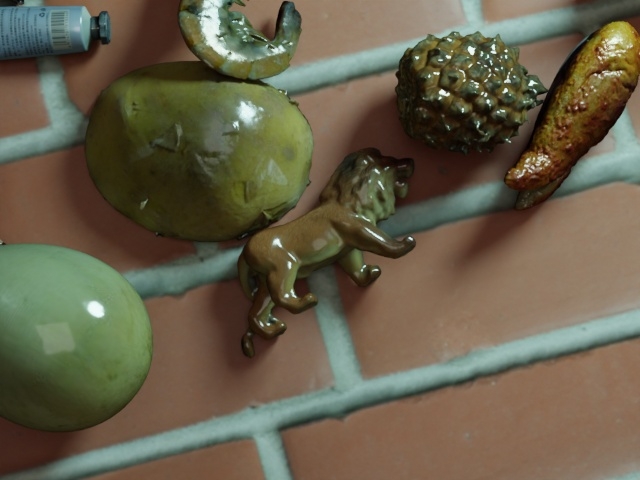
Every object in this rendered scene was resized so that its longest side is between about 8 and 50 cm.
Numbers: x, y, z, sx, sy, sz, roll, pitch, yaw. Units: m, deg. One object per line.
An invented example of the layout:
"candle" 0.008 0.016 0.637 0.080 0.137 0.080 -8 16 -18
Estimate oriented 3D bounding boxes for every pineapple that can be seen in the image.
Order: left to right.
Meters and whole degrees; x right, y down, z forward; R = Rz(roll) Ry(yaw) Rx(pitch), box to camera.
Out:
"pineapple" 0.195 -0.186 1.754 0.193 0.166 0.166 -6 83 -8

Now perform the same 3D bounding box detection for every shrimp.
"shrimp" -0.097 -0.333 1.788 0.169 0.058 0.296 19 60 -25

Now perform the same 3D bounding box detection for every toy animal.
"toy animal" 0.000 0.000 1.762 0.312 0.097 0.157 -30 75 -4

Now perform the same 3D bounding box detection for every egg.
"egg" -0.344 0.110 1.663 0.296 0.218 0.218 17 83 13

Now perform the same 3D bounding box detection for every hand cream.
"hand cream" -0.408 -0.270 1.788 0.272 0.058 0.091 -3 95 1

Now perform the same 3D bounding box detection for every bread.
"bread" 0.327 -0.153 1.761 0.095 0.139 0.268 28 87 25

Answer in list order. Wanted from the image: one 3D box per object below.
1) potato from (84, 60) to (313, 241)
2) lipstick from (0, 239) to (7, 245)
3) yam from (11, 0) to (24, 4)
"potato" -0.156 -0.116 1.754 0.299 0.116 0.239 12 87 0
"lipstick" -0.470 -0.019 1.758 0.145 0.045 0.045 35 84 3
"yam" -0.491 -0.387 1.800 0.264 0.046 0.046 31 83 1
